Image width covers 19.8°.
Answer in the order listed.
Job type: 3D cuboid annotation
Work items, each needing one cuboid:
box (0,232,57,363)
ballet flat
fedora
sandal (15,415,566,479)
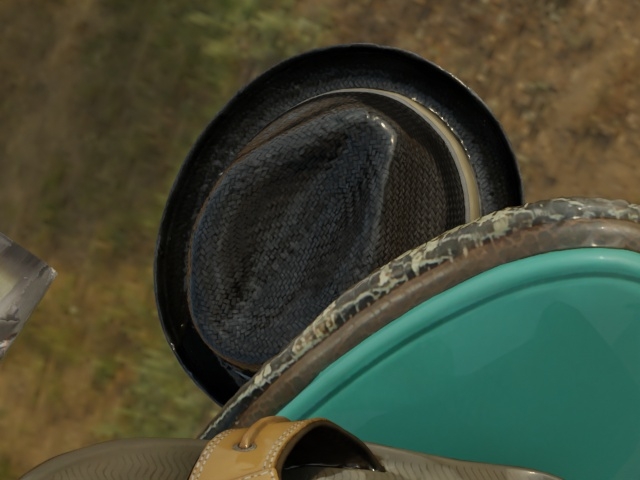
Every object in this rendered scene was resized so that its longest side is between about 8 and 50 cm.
[{"bbox_3d":[-0.348,0.031,0.692,0.318,0.395,0.097,-61,9,-32],"label":"box"},{"bbox_3d":[-0.016,0.161,0.758,0.483,0.164,0.182,-58,11,16],"label":"ballet flat"},{"bbox_3d":[0.000,0.000,1.447,0.334,0.152,0.334,0,88,14],"label":"fedora"},{"bbox_3d":[-0.001,0.093,0.575,0.060,0.219,0.090,112,156,-47],"label":"sandal"}]
